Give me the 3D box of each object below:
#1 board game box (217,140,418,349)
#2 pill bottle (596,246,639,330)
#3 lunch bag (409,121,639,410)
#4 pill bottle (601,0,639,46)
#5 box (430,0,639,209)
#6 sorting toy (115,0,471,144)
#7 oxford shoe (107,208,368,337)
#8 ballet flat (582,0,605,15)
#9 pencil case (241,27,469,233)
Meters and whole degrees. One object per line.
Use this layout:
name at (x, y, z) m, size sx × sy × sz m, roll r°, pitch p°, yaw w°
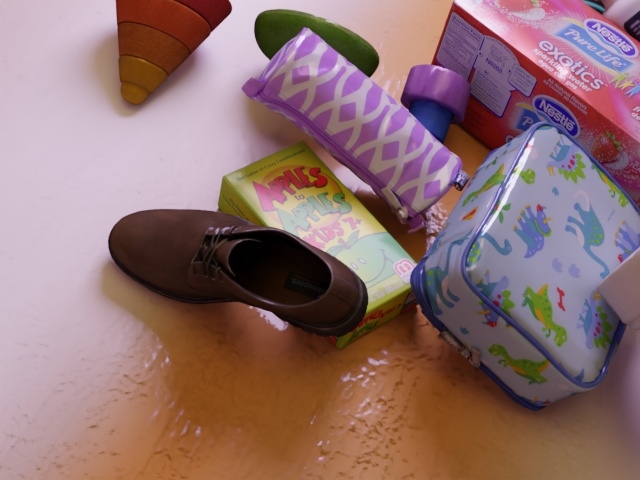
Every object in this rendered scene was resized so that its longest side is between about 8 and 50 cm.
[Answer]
board game box at (0.000, 0.000, 0.999) m, size 0.092 × 0.043 × 0.181 m, roll -27°, pitch 62°, yaw -29°
pill bottle at (0.367, 0.113, 0.874) m, size 0.176 × 0.176 × 0.318 m, roll -35°, pitch 78°, yaw -33°
lunch bag at (0.188, 0.023, 0.970) m, size 0.176 × 0.090 × 0.219 m, roll 42°, pitch 52°, yaw -11°
pill bottle at (0.337, -0.211, 1.122) m, size 0.094 × 0.094 × 0.169 m, roll -39°, pitch 90°, yaw -34°
box at (0.241, -0.138, 1.110) m, size 0.122 × 0.128 × 0.257 m, roll -34°, pitch 66°, yaw -32°
sorting toy at (-0.044, -0.148, 1.092) m, size 0.365 × 0.127 × 0.126 m, roll 20°, pitch 80°, yaw -1°
oxford shoe at (-0.076, 0.010, 0.917) m, size 0.227 × 0.096 × 0.083 m, roll 11°, pitch 75°, yaw 18°
ballet flat at (0.327, -0.234, 1.228) m, size 0.316 × 0.108 × 0.106 m, roll 23°, pitch 34°, yaw 4°
pencil case at (0.031, -0.097, 1.022) m, size 0.206 × 0.086 × 0.088 m, roll 40°, pitch 60°, yaw -7°
